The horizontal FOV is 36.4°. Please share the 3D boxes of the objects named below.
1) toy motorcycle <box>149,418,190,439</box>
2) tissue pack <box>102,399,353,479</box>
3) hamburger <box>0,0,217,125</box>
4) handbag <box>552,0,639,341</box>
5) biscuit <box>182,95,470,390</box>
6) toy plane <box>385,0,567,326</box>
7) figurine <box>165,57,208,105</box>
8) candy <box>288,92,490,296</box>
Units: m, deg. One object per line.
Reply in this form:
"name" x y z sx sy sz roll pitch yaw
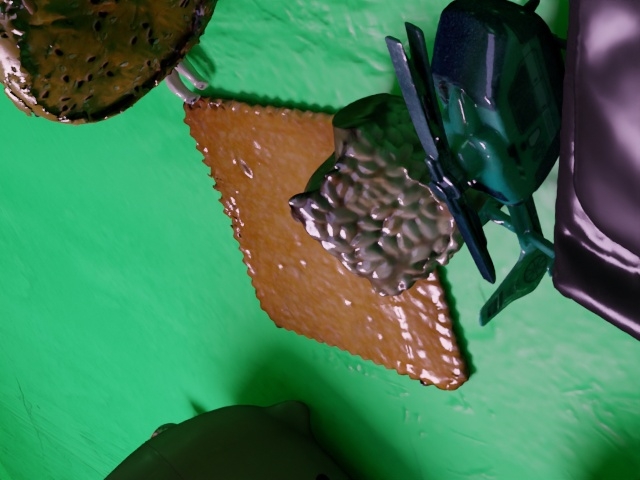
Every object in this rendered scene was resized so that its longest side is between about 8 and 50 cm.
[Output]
"toy motorcycle" -0.159 0.282 1.186 0.118 0.084 0.212 39 153 6
"tissue pack" -0.046 0.348 0.927 0.387 0.277 0.267 48 157 9
"hamburger" -0.155 -0.155 0.611 0.113 0.185 0.177 44 154 24
"handbag" 0.199 -0.024 0.369 0.247 0.080 0.223 34 145 38
"biscuit" 0.000 0.000 0.734 0.237 0.013 0.232 14 133 45
"toy plane" 0.094 -0.042 0.486 0.060 0.096 0.235 30 161 37
"figurine" -0.129 -0.145 0.725 0.109 0.047 0.064 44 128 5
"candy" 0.040 -0.026 0.582 0.110 0.085 0.095 40 129 -2
